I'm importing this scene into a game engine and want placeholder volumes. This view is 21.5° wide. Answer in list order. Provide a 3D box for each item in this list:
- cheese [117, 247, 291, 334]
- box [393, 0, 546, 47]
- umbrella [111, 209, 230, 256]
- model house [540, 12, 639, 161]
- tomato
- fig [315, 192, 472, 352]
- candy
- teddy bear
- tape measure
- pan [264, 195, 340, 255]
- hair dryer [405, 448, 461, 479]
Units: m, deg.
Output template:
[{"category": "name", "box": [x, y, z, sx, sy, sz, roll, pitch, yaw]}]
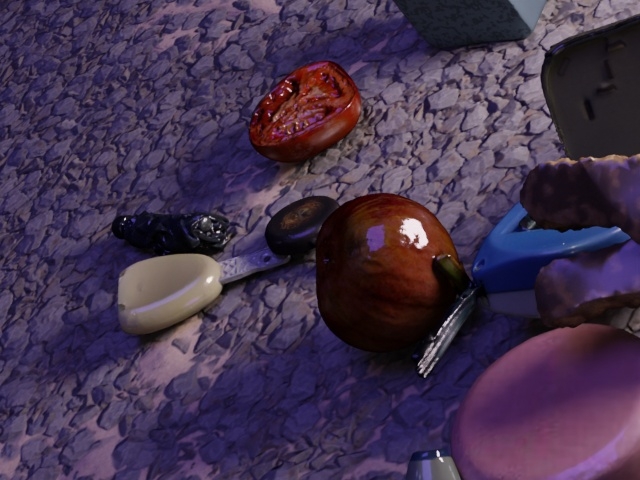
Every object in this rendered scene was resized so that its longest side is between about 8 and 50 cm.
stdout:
[{"category": "cheese", "box": [-0.160, 0.053, 2.317, 0.251, 0.054, 0.127, -18, 39, 10]}, {"category": "box", "box": [0.220, -0.373, 2.434, 0.227, 0.162, 0.130, -3, 56, 38]}, {"category": "umbrella", "box": [-0.229, -0.009, 2.445, 0.224, 0.080, 0.071, 5, 84, 47]}, {"category": "model house", "box": [0.426, -0.186, 2.055, 0.218, 0.205, 0.279, -15, 7, 30]}, {"category": "tomato", "box": [-0.021, -0.173, 2.449, 0.174, 0.082, 0.166, -31, 38, -3]}, {"category": "fig", "box": [0.089, 0.041, 2.019, 0.205, 0.205, 0.205, -22, 36, 17]}, {"category": "candy", "box": [0.263, 0.197, 1.751, 0.255, 0.094, 0.255, -22, 35, 17]}, {"category": "teddy bear", "box": [0.384, -0.013, 1.763, 0.296, 0.222, 0.246, -11, 78, 29]}, {"category": "tape measure", "box": [0.249, 0.038, 1.864, 0.215, 0.098, 0.351, -7, 23, 32]}, {"category": "pan", "box": [-0.001, -0.002, 2.255, 0.115, 0.040, 0.212, -31, 35, -13]}, {"category": "hair dryer", "box": [0.099, 0.321, 1.768, 0.199, 0.067, 0.167, 129, 137, -57]}]
